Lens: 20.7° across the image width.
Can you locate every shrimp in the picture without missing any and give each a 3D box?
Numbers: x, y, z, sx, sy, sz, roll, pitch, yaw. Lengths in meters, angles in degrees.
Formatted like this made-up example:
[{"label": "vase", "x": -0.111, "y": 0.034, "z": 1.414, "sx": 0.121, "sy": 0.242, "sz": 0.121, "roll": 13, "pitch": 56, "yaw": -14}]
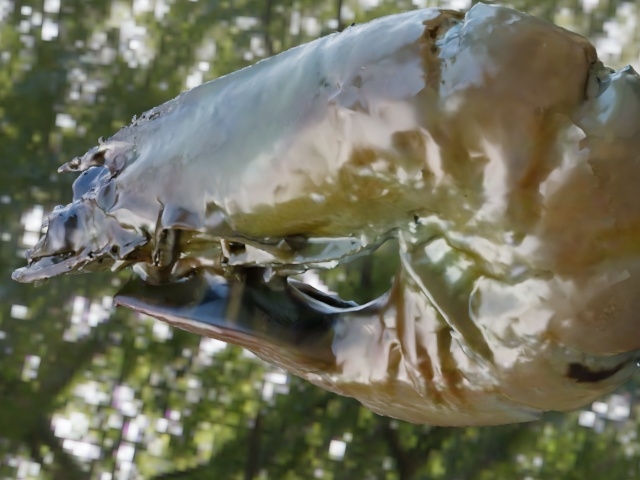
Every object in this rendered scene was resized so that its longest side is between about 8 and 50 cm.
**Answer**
[{"label": "shrimp", "x": -0.001, "y": 0.000, "z": 0.589, "sx": 0.061, "sy": 0.267, "sz": 0.145, "roll": -51, "pitch": -53, "yaw": -52}]
